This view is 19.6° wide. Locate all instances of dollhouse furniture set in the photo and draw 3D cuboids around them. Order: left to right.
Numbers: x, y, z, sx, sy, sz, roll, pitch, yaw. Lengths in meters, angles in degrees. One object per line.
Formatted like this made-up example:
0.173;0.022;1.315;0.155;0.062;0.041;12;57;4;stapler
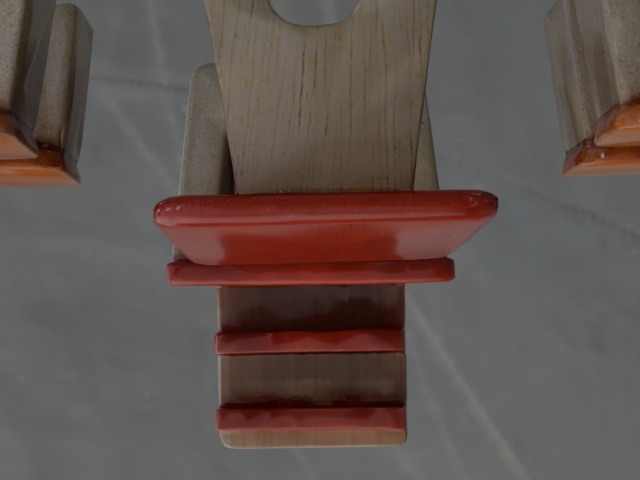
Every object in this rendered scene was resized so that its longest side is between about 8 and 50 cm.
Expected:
0.000;0.000;0.556;0.259;0.262;0.135;87;-177;-86;dollhouse furniture set
